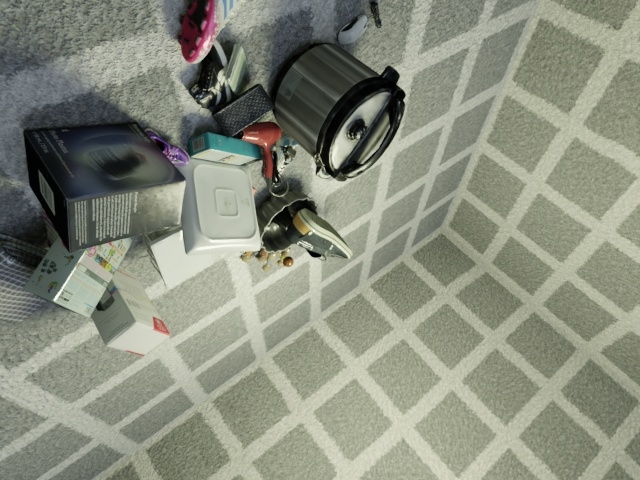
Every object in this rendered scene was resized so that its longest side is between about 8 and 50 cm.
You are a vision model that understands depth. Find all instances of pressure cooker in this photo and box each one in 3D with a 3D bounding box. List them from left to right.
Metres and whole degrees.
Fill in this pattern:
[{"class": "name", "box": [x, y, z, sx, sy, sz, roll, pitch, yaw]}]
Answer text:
[{"class": "pressure cooker", "box": [0.076, -0.433, 1.518, 0.375, 0.420, 0.370, -33, 151, -23]}]

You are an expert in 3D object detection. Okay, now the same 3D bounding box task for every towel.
[{"class": "towel", "box": [-0.910, 0.126, 1.274, 0.235, 0.121, 0.283, -42, 154, -3]}, {"class": "towel", "box": [-0.250, -0.503, 1.288, 0.152, 0.023, 0.113, -163, -88, -87]}]

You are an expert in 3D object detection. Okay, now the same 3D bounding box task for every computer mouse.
[{"class": "computer mouse", "box": [0.145, -0.764, 1.555, 0.193, 0.042, 0.106, -40, 155, -8]}]

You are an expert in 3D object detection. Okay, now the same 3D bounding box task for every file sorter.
[{"class": "file sorter", "box": [-0.534, 0.002, 1.570, 0.193, 0.173, 0.277, -32, 152, -26]}]

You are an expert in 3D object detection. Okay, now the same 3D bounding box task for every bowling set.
[{"class": "bowling set", "box": [-0.233, 0.092, 2.125, 0.287, 0.200, 0.154, -12, 141, -41]}]

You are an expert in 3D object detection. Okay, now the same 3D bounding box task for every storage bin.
[{"class": "storage bin", "box": [-0.246, -0.413, 1.376, 0.180, 0.122, 0.084, -33, 114, -3]}]

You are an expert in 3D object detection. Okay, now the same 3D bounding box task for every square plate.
[{"class": "square plate", "box": [-0.342, -0.130, 1.517, 0.049, 0.347, 0.344, -12, 175, 36]}]

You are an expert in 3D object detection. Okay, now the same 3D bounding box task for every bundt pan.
[{"class": "bundt pan", "box": [-0.174, -0.101, 1.992, 0.331, 0.124, 0.331, -35, 153, -21]}]

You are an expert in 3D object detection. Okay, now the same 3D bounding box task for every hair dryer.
[{"class": "hair dryer", "box": [-0.181, -0.312, 1.525, 0.293, 0.080, 0.223, 38, 53, -44]}]

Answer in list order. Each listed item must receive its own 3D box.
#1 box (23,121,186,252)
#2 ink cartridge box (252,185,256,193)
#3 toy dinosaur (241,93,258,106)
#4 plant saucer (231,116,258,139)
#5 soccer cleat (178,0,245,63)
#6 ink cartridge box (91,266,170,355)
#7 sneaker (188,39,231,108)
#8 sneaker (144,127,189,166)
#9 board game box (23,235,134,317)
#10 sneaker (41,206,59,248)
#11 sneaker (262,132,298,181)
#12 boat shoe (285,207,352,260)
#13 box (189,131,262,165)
[{"class": "box", "box": [-0.566, -0.158, 1.148, 0.294, 0.296, 0.182, -20, 145, -42]}, {"class": "ink cartridge box", "box": [-0.356, -0.183, 1.672, 0.115, 0.067, 0.198, -53, 154, 18]}, {"class": "toy dinosaur", "box": [-0.239, -0.457, 1.467, 0.082, 0.047, 0.090, -16, 157, -14]}, {"class": "plant saucer", "box": [-0.275, -0.393, 1.528, 0.119, 0.021, 0.119, -33, 152, -21]}, {"class": "soccer cleat", "box": [-0.257, -0.610, 1.121, 0.143, 0.116, 0.331, -9, 137, -49]}, {"class": "ink cartridge box", "box": [-0.699, 0.238, 1.531, 0.131, 0.306, 0.226, -41, 154, -5]}, {"class": "sneaker", "box": [-0.332, -0.471, 1.261, 0.121, 0.079, 0.217, -35, 154, -21]}, {"class": "sneaker", "box": [-0.474, -0.272, 1.325, 0.068, 0.071, 0.170, -53, 139, 6]}, {"class": "board game box", "box": [-0.697, 0.054, 1.291, 0.224, 0.098, 0.303, 103, 8, -68]}, {"class": "sneaker", "box": [-0.752, -0.046, 1.291, 0.104, 0.095, 0.236, -29, 156, -42]}, {"class": "sneaker", "box": [-0.162, -0.313, 1.738, 0.085, 0.086, 0.237, -16, 144, -47]}, {"class": "boat shoe", "box": [0.000, 0.000, 2.058, 0.156, 0.187, 0.500, -43, 150, 10]}, {"class": "box", "box": [-0.319, -0.310, 1.488, 0.101, 0.060, 0.244, -10, 175, 35]}]
